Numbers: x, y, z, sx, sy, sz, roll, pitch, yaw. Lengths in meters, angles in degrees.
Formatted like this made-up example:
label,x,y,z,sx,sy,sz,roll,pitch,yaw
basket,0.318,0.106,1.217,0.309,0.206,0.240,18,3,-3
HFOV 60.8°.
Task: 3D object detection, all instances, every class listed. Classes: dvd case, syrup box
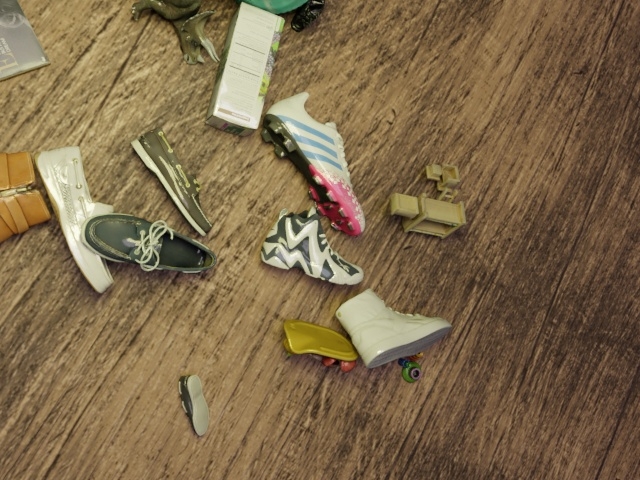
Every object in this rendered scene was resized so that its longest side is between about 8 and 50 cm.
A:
label,x,y,z,sx,sy,sz,roll,pitch,yaw
dvd case,-0.626,-0.353,0.963,0.221,0.018,0.165,-28,100,-19
syrup box,-0.155,-0.341,1.107,0.096,0.093,0.237,14,85,-21

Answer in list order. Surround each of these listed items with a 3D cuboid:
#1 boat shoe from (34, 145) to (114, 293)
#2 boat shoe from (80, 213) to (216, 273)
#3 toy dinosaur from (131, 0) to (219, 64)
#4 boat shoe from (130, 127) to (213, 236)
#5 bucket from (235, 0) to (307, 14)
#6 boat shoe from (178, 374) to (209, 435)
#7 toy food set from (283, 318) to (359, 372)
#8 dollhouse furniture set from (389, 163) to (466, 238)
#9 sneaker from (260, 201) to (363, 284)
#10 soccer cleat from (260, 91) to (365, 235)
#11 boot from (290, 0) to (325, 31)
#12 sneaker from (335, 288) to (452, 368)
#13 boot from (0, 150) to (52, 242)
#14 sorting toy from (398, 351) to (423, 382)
label,x,y,z,sx,sy,sz,roll,pitch,yaw
boat shoe,-0.426,-0.042,1.000,0.096,0.098,0.277,-22,97,-19
boat shoe,-0.309,0.012,1.011,0.254,0.079,0.095,26,74,-42
toy dinosaur,-0.275,-0.481,1.003,0.160,0.314,0.121,6,60,1
boat shoe,-0.275,-0.113,1.067,0.068,0.081,0.228,-37,100,-13
bucket,-0.106,-0.583,1.028,0.281,0.183,0.281,0,88,9
boat shoe,-0.258,0.331,1.099,0.046,0.038,0.125,-30,112,-61
toy food set,0.008,0.241,1.166,0.217,0.128,0.071,19,104,-25
dollhouse furniture set,0.228,-0.104,1.279,0.181,0.101,0.161,10,62,-21
sneaker,0.000,0.000,1.168,0.234,0.094,0.153,16,93,-11
soccer cleat,0.017,-0.166,1.164,0.143,0.116,0.331,-43,106,-21
boot,-0.018,-0.505,1.157,0.045,0.099,0.121,27,81,-21
sneaker,0.164,0.172,1.218,0.292,0.169,0.108,-1,136,-45
boot,-0.608,-0.120,0.920,0.220,0.109,0.284,-22,100,-19
sorting toy,0.220,0.289,1.284,0.061,0.042,0.102,0,91,-21
